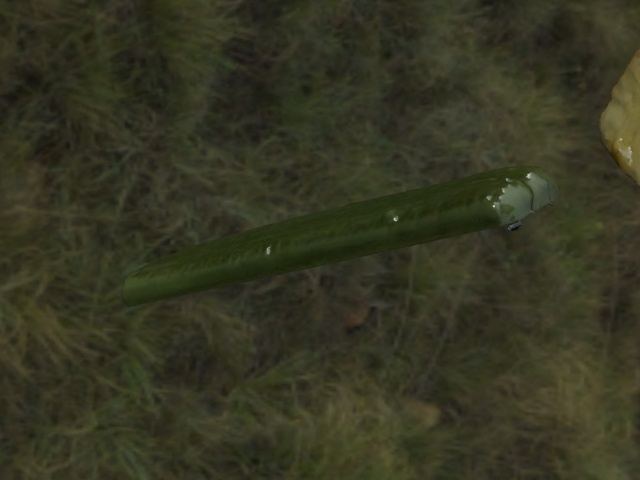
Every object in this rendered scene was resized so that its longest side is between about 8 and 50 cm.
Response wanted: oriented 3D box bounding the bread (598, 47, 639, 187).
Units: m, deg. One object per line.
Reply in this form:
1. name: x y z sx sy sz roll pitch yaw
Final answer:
1. bread: 0.285 -0.073 0.504 0.275 0.114 0.184 5 128 -35

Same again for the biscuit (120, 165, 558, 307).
1. biscuit: 0.000 0.000 0.744 0.099 0.323 0.038 -20 96 -54
